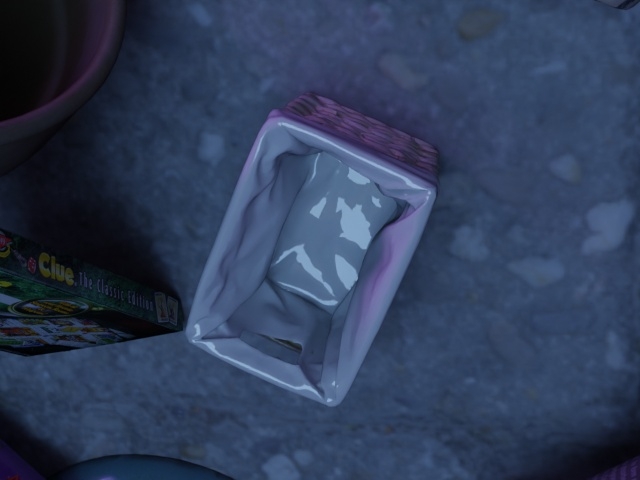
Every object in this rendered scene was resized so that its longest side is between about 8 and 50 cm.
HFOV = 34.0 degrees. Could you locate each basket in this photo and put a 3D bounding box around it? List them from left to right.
[{"bbox_3d":[0.000,0.000,0.670,0.113,0.103,0.167,25,115,3],"label":"basket"}]

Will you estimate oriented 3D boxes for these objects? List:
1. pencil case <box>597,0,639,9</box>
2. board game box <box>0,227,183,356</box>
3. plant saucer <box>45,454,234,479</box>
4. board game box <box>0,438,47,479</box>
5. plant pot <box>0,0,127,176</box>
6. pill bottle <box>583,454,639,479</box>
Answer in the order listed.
[{"bbox_3d":[0.179,-0.299,0.480,0.183,0.160,0.410,24,116,-16],"label":"pencil case"},{"bbox_3d":[-0.204,0.036,0.665,0.136,0.259,0.030,-8,74,17],"label":"board game box"},{"bbox_3d":[-0.132,0.324,0.861,0.317,0.044,0.317,5,111,12],"label":"plant saucer"},{"bbox_3d":[-0.326,0.217,0.834,0.347,0.056,0.208,40,110,6],"label":"board game box"},{"bbox_3d":[-0.320,-0.117,0.616,0.323,0.323,0.280,45,130,-6],"label":"plant pot"},{"bbox_3d":[0.264,0.201,0.646,0.318,0.176,0.176,-32,101,22],"label":"pill bottle"}]
